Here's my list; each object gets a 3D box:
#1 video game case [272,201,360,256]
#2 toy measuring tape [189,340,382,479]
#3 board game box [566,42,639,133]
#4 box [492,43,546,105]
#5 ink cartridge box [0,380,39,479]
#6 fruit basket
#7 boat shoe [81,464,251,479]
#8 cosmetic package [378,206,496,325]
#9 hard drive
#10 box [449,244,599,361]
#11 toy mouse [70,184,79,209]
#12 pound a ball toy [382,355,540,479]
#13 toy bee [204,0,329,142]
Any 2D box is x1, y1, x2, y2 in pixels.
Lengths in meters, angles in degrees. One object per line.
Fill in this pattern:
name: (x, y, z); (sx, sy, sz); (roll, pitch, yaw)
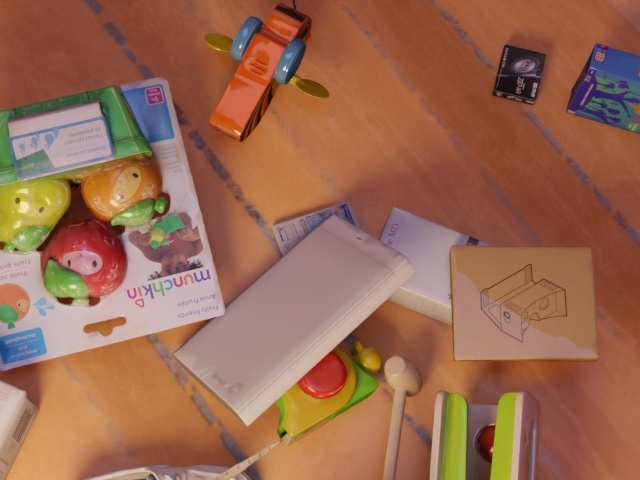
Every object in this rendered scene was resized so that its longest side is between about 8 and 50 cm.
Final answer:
video game case: (0.000, 0.000, 2.038); (0.122, 0.011, 0.087); (-18, 72, -9)
toy measuring tape: (-0.060, 0.221, 1.892); (0.330, 0.121, 0.121); (-28, 75, -21)
board game box: (0.485, -0.210, 2.060); (0.210, 0.160, 0.047); (16, 71, 3)
box: (0.306, -0.255, 2.140); (0.067, 0.018, 0.083); (15, 70, 3)
ink cartridge box: (-0.579, 0.275, 1.847); (0.310, 0.130, 0.271); (22, 73, 5)
fruit basket: (-0.329, -0.029, 1.927); (0.327, 0.165, 0.353); (-13, 82, -8)
boat shoe: (-0.217, 0.348, 1.865); (0.258, 0.084, 0.095); (-8, 71, -6)
cosmetic package: (0.186, 0.052, 1.992); (0.231, 0.085, 0.117); (21, 70, 3)
hard drive: (-0.040, 0.101, 1.913); (0.307, 0.040, 0.203); (-41, 35, -12)
box: (0.282, 0.088, 1.930); (0.201, 0.021, 0.164); (1, 72, -3)
toy mouse: (-0.394, -0.117, 2.046); (0.161, 0.031, 0.143); (38, 73, 9)
pound a ball toy: (0.189, 0.324, 1.891); (0.208, 0.136, 0.319); (-3, 69, 23)
toy bee: (-0.055, -0.283, 2.078); (0.298, 0.162, 0.195); (-42, 86, 10)
